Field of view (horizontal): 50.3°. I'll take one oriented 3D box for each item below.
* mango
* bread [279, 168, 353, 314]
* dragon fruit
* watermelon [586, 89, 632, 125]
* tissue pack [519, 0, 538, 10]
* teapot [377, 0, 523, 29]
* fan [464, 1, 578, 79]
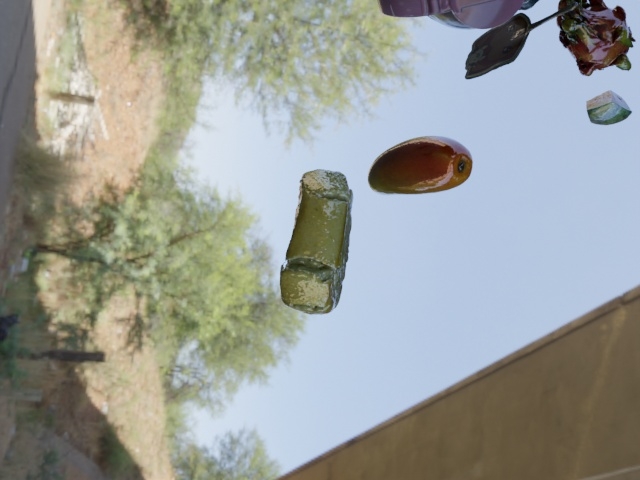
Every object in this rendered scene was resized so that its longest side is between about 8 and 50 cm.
[{"bbox_3d":[0.209,-0.160,1.520,0.289,0.146,0.129,-11,-88,43],"label":"mango"},{"bbox_3d":[0.000,0.000,0.722,0.117,0.064,0.156,82,17,-78],"label":"bread"},{"bbox_3d":[0.499,-0.389,1.276,0.142,0.175,0.138,25,-86,50],"label":"dragon fruit"},{"bbox_3d":[0.602,-0.282,1.439,0.092,0.084,0.072,44,29,-70],"label":"watermelon"},{"bbox_3d":[0.312,-0.663,1.223,0.253,0.416,0.264,-37,-132,24],"label":"tissue pack"},{"bbox_3d":[0.141,-0.272,0.695,0.146,0.148,0.116,-98,-159,-61],"label":"teapot"},{"bbox_3d":[0.338,-0.353,1.172,0.220,0.009,0.132,-20,-137,45],"label":"fan"}]
